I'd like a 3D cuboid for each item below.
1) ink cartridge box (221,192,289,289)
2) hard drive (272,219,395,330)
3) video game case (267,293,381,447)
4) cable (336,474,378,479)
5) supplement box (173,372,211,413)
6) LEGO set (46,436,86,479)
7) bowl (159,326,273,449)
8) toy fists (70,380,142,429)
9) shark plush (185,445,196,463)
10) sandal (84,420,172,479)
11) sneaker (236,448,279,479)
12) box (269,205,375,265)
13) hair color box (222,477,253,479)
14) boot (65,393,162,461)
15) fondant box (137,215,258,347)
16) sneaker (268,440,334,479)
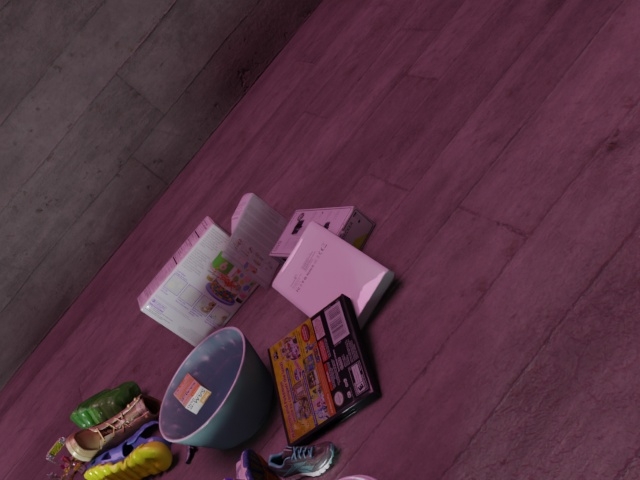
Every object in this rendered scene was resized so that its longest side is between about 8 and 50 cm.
[{"bbox_3d":[-0.192,0.003,2.287,0.066,0.189,0.232,-10,48,52],"label":"ink cartridge box"},{"bbox_3d":[0.024,0.097,1.882,0.307,0.040,0.203,34,93,46],"label":"hard drive"},{"bbox_3d":[0.000,0.293,1.735,0.248,0.035,0.274,-38,44,21],"label":"video game case"},{"bbox_3d":[0.051,0.540,1.349,0.257,0.089,0.257,-3,52,55],"label":"cable"},{"bbox_3d":[-0.301,0.358,1.811,0.062,0.036,0.098,-56,28,-9],"label":"supplement box"},{"bbox_3d":[-0.807,0.720,2.393,0.132,0.107,0.287,-8,49,53],"label":"LEGO set"},{"bbox_3d":[-0.235,0.386,1.894,0.311,0.163,0.311,-36,30,24],"label":"bowl"},{"bbox_3d":[-0.681,0.529,2.425,0.279,0.096,0.142,-23,3,42],"label":"toy fists"},{"bbox_3d":[-0.336,0.513,2.042,0.067,0.073,0.161,-53,41,40],"label":"shark plush"},{"bbox_3d":[-0.515,0.593,2.117,0.317,0.126,0.138,-27,30,24],"label":"sandal"},{"bbox_3d":[-0.150,0.562,1.601,0.131,0.112,0.296,-45,27,11],"label":"sneaker"},{"bbox_3d":[0.000,0.000,2.112,0.290,0.087,0.169,-2,53,56],"label":"box"},{"bbox_3d":[-0.199,0.628,1.462,0.339,0.110,0.185,-54,38,25],"label":"hair color box"},{"bbox_3d":[-0.576,0.526,2.184,0.203,0.262,0.095,-40,69,12],"label":"boot"},{"bbox_3d":[-0.346,0.130,2.302,0.330,0.238,0.096,-49,26,1],"label":"fondant box"},{"bbox_3d":[-0.044,0.456,1.611,0.166,0.076,0.065,-33,32,29],"label":"sneaker"}]
